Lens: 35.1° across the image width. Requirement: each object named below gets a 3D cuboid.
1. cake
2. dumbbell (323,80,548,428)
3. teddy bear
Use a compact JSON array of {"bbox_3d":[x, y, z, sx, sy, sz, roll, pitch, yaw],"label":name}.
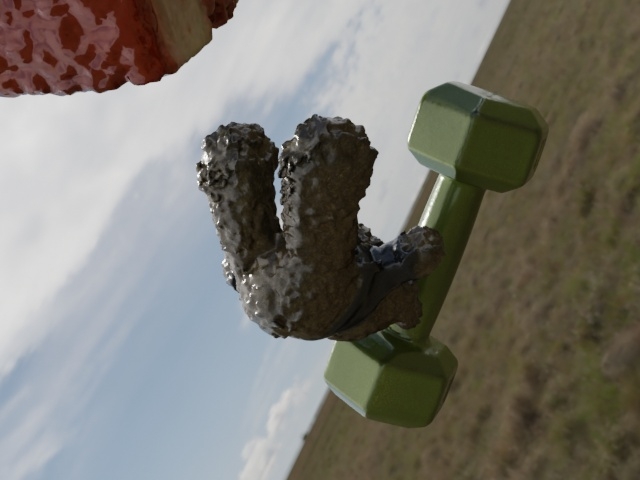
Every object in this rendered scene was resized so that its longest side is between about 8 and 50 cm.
[{"bbox_3d":[-0.230,-0.309,0.945,0.319,0.269,0.270,-74,-25,-48],"label":"cake"},{"bbox_3d":[0.099,0.015,0.886,0.302,0.108,0.121,-71,-15,14],"label":"dumbbell"},{"bbox_3d":[-0.008,0.017,0.767,0.251,0.182,0.129,50,-124,-49],"label":"teddy bear"}]
